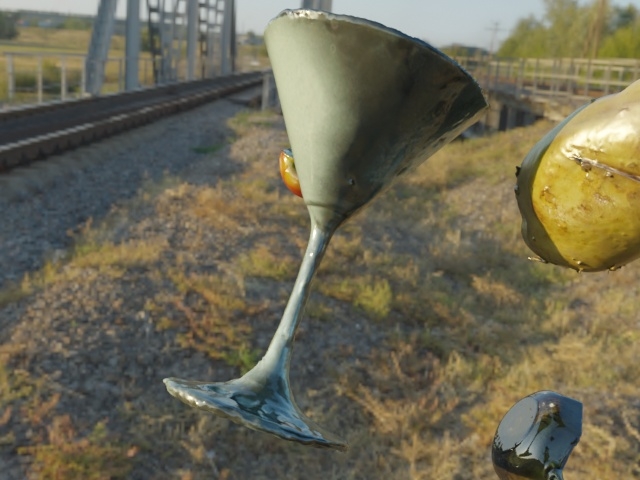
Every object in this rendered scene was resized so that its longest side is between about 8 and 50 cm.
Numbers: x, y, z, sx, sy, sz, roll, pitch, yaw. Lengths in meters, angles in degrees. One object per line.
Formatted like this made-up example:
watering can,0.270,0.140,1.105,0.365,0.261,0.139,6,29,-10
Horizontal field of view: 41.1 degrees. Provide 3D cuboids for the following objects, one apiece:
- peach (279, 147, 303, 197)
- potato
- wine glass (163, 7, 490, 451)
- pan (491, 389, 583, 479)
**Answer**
peach,-0.016,-0.090,1.185,0.098,0.061,0.098,21,13,-5
potato,0.306,-0.061,0.899,0.173,0.140,0.300,36,-29,-6
wine glass,0.000,0.000,0.909,0.267,0.406,0.267,18,-8,2
pan,0.253,0.226,0.960,0.048,0.128,0.202,36,-9,-10
